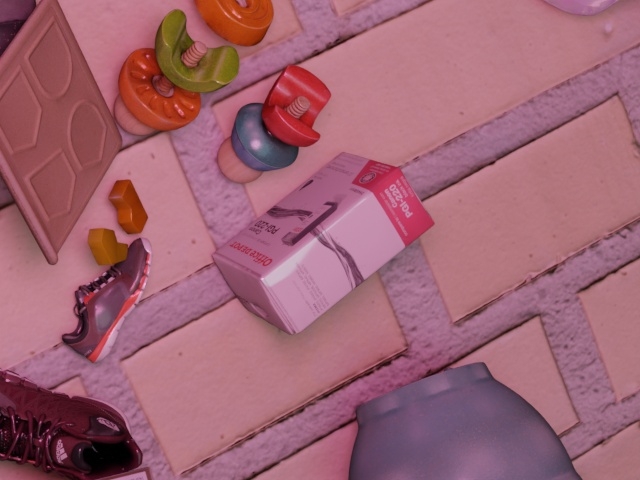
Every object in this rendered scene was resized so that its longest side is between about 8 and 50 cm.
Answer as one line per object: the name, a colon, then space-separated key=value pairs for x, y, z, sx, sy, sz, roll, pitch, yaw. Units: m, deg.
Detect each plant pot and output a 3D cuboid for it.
plant pot: x=0.155 y=0.267 z=1.970 sx=0.293 sy=0.293 sz=0.196 roll=-16 pitch=79 yaw=-21

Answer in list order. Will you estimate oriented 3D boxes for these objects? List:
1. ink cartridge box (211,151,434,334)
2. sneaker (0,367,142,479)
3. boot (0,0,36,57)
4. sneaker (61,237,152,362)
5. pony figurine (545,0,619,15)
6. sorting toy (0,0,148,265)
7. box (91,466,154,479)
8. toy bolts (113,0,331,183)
ink cartridge box: x=0.000 y=0.000 z=1.898 sx=0.218 sy=0.158 sz=0.092 roll=-40 pitch=114 yaw=-14
sneaker: x=-0.324 y=0.210 z=1.784 sx=0.281 sy=0.162 sz=0.106 roll=10 pitch=94 yaw=-26
boot: x=-0.461 y=-0.282 z=1.680 sx=0.338 sy=0.118 sz=0.223 roll=-15 pitch=102 yaw=-33
sneaker: x=-0.248 y=0.062 z=1.853 sx=0.065 sy=0.061 sz=0.158 roll=27 pitch=87 yaw=-19
pony figurine: x=0.428 y=-0.372 z=1.964 sx=0.351 sy=0.363 sz=0.303 roll=39 pitch=89 yaw=-9
sorting toy: x=-0.281 y=-0.087 z=1.736 sx=0.229 sy=0.041 sz=0.307 roll=-71 pitch=150 yaw=-44
box: x=-0.273 y=0.318 z=1.804 sx=0.136 sy=0.225 sz=0.036 roll=-11 pitch=70 yaw=-22
toy bolts: x=-0.113 y=-0.175 z=1.860 sx=0.228 sy=0.158 sz=0.218 roll=37 pitch=42 yaw=-15
